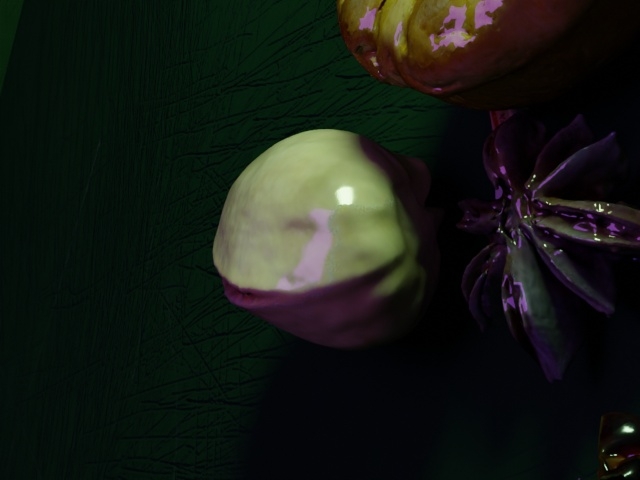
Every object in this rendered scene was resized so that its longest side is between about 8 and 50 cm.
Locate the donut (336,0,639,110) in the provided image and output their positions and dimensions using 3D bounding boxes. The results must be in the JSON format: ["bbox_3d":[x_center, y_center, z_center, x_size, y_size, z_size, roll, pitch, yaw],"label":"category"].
[{"bbox_3d":[0.156,-0.245,1.206,0.317,0.150,0.299,18,87,54],"label":"donut"}]

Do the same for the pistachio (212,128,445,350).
[{"bbox_3d":[0.000,0.000,1.369,0.318,0.214,0.193,9,124,66],"label":"pistachio"}]

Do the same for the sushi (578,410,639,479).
[{"bbox_3d":[0.236,0.197,0.849,0.227,0.212,0.215,42,114,57],"label":"sushi"}]

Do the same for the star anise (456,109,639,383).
[{"bbox_3d":[0.182,-0.002,1.158,0.236,0.093,0.229,-10,71,53],"label":"star anise"}]

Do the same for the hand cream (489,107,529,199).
[{"bbox_3d":[0.163,-0.089,1.291,0.052,0.038,0.216,103,166,-69],"label":"hand cream"}]
